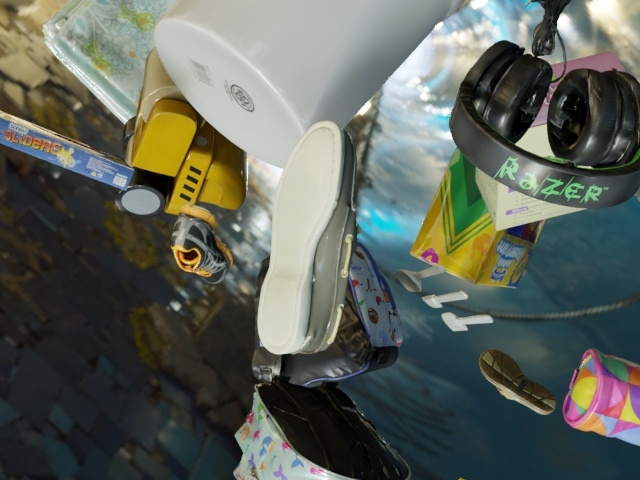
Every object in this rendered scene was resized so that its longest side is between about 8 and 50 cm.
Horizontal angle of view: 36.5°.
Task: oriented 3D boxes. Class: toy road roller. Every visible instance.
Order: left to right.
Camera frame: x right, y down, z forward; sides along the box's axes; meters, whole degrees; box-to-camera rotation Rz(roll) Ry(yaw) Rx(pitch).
[{"bbox_3d":[-0.232,-0.187,1.792,0.329,0.241,0.202,120,-25,-44],"label":"toy road roller"}]

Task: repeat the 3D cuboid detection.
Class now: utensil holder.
[{"bbox_3d":[-0.013,-0.344,1.481,0.385,0.328,0.327,-51,-174,-18],"label":"utensil holder"}]

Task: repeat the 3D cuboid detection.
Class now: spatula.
[{"bbox_3d":[0.222,0.105,1.769,0.019,0.168,0.242,-43,-178,-12],"label":"spatula"}]

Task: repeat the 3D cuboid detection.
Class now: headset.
[{"bbox_3d":[0.296,-0.193,1.221,0.394,0.244,0.185,-75,-179,-55],"label":"headset"}]

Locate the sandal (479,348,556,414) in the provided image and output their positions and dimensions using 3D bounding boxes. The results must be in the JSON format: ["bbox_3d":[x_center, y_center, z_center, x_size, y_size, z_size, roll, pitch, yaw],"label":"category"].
[{"bbox_3d":[0.390,0.292,1.951,0.072,0.180,0.049,-40,156,-31],"label":"sandal"}]

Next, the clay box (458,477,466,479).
[{"bbox_3d":[0.257,0.424,1.383,0.127,0.222,0.053,14,-131,37],"label":"clay box"}]

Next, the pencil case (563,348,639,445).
[{"bbox_3d":[0.401,0.198,1.112,0.104,0.236,0.104,-163,-90,-83],"label":"pencil case"}]

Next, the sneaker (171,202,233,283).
[{"bbox_3d":[-0.212,0.022,1.665,0.215,0.084,0.083,73,34,-57],"label":"sneaker"}]

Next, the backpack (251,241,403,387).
[{"bbox_3d":[0.013,0.123,1.769,0.277,0.263,0.213,-19,175,31],"label":"backpack"}]

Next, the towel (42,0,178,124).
[{"bbox_3d":[-0.365,-0.416,2.080,0.320,0.374,0.090,-53,-154,-19],"label":"towel"}]

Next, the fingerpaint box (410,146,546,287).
[{"bbox_3d":[0.398,-0.093,2.122,0.371,0.163,0.445,-66,158,5],"label":"fingerpaint box"}]

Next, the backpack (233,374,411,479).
[{"bbox_3d":[0.002,0.337,1.440,0.253,0.225,0.191,33,-74,56],"label":"backpack"}]

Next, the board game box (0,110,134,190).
[{"bbox_3d":[-0.380,-0.133,1.411,0.035,0.201,0.136,-67,-158,3],"label":"board game box"}]

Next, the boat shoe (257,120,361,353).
[{"bbox_3d":[-0.003,-0.001,1.261,0.109,0.091,0.304,15,-86,48],"label":"boat shoe"}]

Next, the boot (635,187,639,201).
[{"bbox_3d":[0.730,-0.325,1.835,0.146,0.367,0.445,4,143,-39],"label":"boot"}]

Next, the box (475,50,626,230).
[{"bbox_3d":[0.366,-0.153,1.531,0.214,0.117,0.243,-14,144,-3],"label":"box"}]
